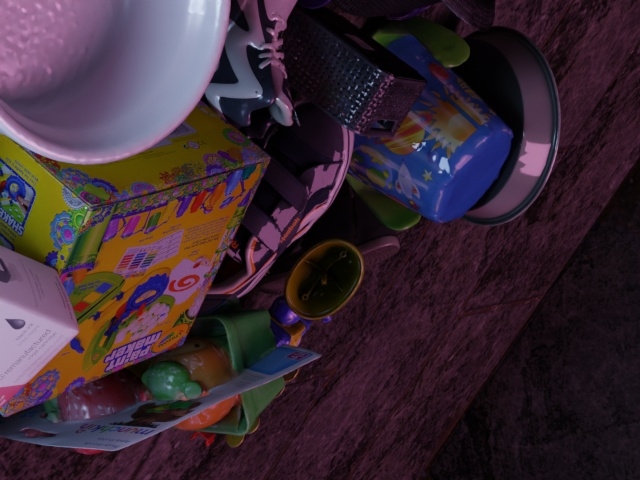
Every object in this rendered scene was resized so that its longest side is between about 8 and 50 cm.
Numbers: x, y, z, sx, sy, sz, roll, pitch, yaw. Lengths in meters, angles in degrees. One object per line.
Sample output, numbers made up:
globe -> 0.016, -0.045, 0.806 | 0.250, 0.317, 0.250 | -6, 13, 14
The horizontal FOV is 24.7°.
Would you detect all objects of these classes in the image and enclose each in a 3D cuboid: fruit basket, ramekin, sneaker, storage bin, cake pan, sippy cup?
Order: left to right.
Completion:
ramekin -> -0.221, -0.208, 1.217 | 0.277, 0.135, 0.277 | -12, 107, -43
fruit basket -> -0.229, 0.172, 1.790 | 0.353, 0.327, 0.166 | -14, 99, -47
sneaker -> -0.076, -0.043, 1.907 | 0.321, 0.126, 0.127 | -56, 163, 19
sneaker -> -0.056, -0.202, 1.654 | 0.235, 0.153, 0.094 | -49, 160, -4
sneaker -> 0.000, 0.000, 2.208 | 0.222, 0.118, 0.083 | -20, 157, 3
storage bin -> 0.024, -0.209, 1.763 | 0.084, 0.180, 0.122 | -58, 157, 17
sippy cup -> 0.133, -0.148, 2.016 | 0.240, 0.224, 0.305 | -51, 158, -2
cake pan -> 0.228, -0.167, 2.126 | 0.054, 0.293, 0.293 | 1, 129, -36

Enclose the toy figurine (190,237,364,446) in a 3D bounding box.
toy figurine -> -0.083, 0.111, 2.132 | 0.363, 0.191, 0.217 | -54, 175, 10

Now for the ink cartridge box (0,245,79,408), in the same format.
ink cartridge box -> -0.352, 0.069, 1.310 | 0.158, 0.092, 0.218 | -43, 138, 15

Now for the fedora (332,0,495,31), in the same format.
fedora -> 0.065, -0.339, 1.601 | 0.152, 0.334, 0.334 | -26, 166, 21

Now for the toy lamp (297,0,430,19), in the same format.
toy lamp -> 0.062, -0.314, 1.809 | 0.274, 0.080, 0.080 | -12, 136, -57

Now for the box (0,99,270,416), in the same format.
box -> -0.248, -0.003, 1.566 | 0.290, 0.177, 0.279 | -20, 143, -54
